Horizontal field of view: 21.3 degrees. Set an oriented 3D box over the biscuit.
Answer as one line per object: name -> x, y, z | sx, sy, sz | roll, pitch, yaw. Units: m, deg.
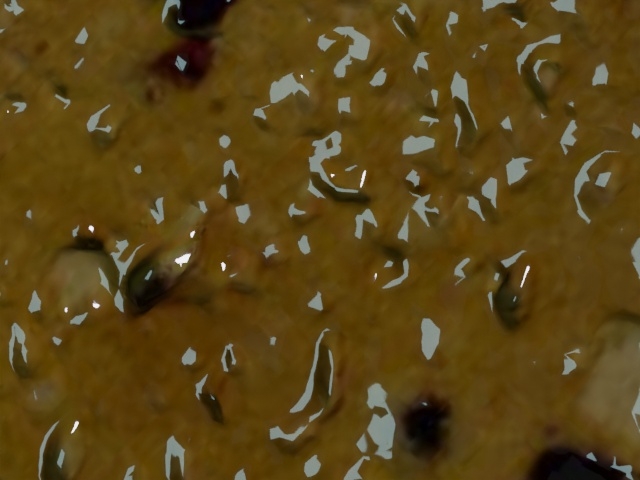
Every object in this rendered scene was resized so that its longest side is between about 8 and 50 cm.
biscuit -> 0.000, 0.000, 0.518 | 0.296, 0.075, 0.295 | -3, 71, 9
